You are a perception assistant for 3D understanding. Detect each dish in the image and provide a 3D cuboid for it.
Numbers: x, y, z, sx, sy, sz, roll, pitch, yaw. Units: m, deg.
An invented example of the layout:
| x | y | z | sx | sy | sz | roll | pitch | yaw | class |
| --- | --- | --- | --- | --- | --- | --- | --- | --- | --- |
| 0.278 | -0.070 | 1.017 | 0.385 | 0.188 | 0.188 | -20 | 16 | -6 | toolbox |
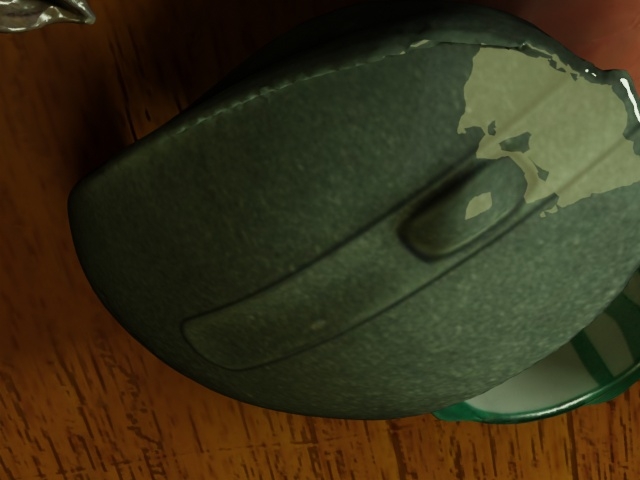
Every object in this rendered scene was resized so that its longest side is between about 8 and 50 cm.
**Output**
| x | y | z | sx | sy | sz | roll | pitch | yaw | class |
| --- | --- | --- | --- | --- | --- | --- | --- | --- | --- |
| 0.139 | -0.005 | 1.099 | 0.246 | 0.078 | 0.224 | -40 | 137 | 4 | dish |

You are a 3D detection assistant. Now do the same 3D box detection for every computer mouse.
| x | y | z | sx | sy | sz | roll | pitch | yaw | class |
| --- | --- | --- | --- | --- | --- | --- | --- | --- | --- |
| 0.000 | 0.003 | 0.948 | 0.203 | 0.114 | 0.374 | 45 | 144 | -16 | computer mouse |

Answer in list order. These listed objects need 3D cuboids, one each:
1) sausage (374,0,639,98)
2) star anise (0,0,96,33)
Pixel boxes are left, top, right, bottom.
| x | y | z | sx | sy | sz | roll | pitch | yaw | class |
| --- | --- | --- | --- | --- | --- | --- | --- | --- | --- |
| 0.121 | -0.158 | 0.906 | 0.152 | 0.152 | 0.279 | 8 | 133 | -21 | sausage |
| -0.211 | -0.126 | 0.911 | 0.212 | 0.073 | 0.197 | 19 | 123 | -26 | star anise |
